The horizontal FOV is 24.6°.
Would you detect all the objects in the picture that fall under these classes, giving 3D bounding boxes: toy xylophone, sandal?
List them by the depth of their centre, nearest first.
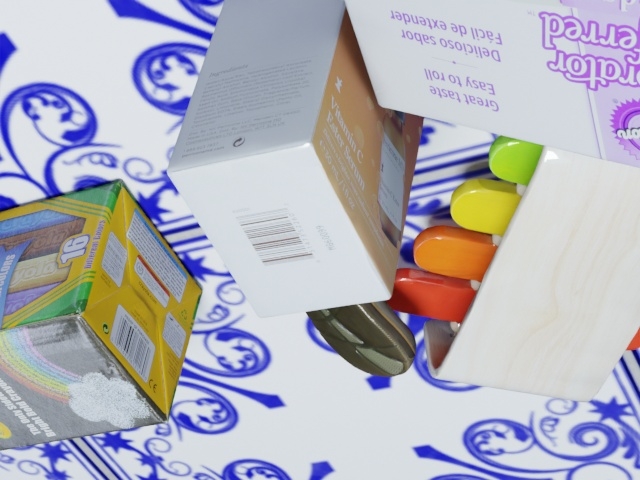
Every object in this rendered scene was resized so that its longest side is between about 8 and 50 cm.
[{"bbox_3d":[0.190,0.013,0.987,0.236,0.081,0.323,15,137,-14],"label":"toy xylophone"},{"bbox_3d":[0.000,0.000,1.022,0.219,0.060,0.090,49,149,-11],"label":"sandal"}]

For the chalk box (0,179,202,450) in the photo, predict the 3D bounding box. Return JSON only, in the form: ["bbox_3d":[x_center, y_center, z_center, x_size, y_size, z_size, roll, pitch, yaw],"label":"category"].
[{"bbox_3d":[-0.219,0.064,1.097,0.213,0.132,0.132,-11,134,24],"label":"chalk box"}]

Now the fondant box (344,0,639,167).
[{"bbox_3d":[0.108,-0.191,0.713,0.238,0.096,0.330,17,146,34],"label":"fondant box"}]

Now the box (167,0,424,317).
[{"bbox_3d":[-0.008,-0.062,0.885,0.091,0.170,0.130,-10,134,23],"label":"box"}]
